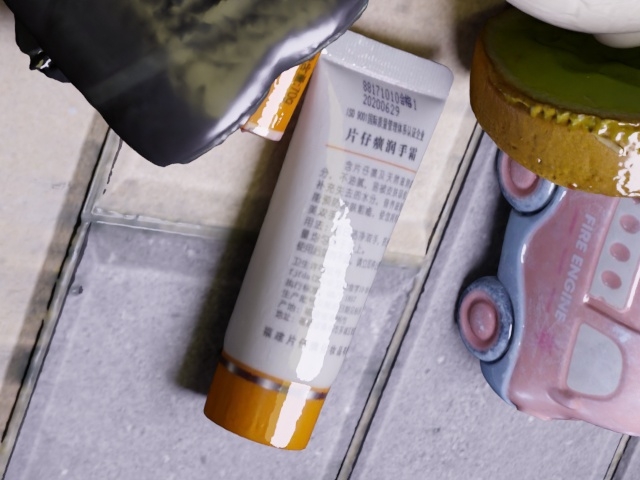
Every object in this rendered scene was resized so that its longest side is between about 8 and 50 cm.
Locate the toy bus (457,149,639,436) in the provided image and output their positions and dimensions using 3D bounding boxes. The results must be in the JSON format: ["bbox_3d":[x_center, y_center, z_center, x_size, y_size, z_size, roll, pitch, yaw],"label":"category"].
[{"bbox_3d":[0.267,0.034,1.565,0.197,0.232,0.294,-1,114,-37],"label":"toy bus"}]

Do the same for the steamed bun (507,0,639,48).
[{"bbox_3d":[0.199,-0.222,1.414,0.228,0.177,0.130,3,134,-41],"label":"steamed bun"}]

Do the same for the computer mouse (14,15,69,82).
[{"bbox_3d":[-0.130,-0.171,1.264,0.172,0.057,0.099,-39,120,-10],"label":"computer mouse"}]

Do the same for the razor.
[{"bbox_3d":[-0.122,-0.223,1.161,0.204,0.113,0.349,-40,111,-11],"label":"razor"}]

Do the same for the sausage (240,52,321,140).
[{"bbox_3d":[-0.010,-0.187,1.339,0.071,0.071,0.234,17,104,-42],"label":"sausage"}]

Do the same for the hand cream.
[{"bbox_3d":[0.000,0.000,1.443,0.140,0.089,0.314,18,98,-43],"label":"hand cream"}]

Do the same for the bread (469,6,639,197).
[{"bbox_3d":[0.228,-0.114,1.453,0.236,0.236,0.070,-19,128,-29],"label":"bread"}]
